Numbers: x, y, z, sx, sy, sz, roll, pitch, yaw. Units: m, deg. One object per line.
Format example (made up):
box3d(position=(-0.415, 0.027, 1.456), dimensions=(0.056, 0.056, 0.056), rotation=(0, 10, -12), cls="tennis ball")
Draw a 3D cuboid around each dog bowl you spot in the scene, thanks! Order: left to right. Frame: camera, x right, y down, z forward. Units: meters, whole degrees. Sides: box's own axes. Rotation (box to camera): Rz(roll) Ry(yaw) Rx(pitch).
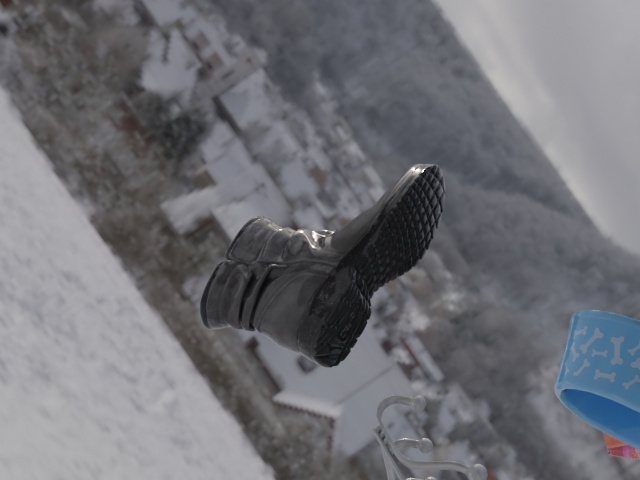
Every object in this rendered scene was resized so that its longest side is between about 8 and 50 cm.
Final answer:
box3d(position=(0.348, 0.163, 1.153), dimensions=(0.297, 0.074, 0.166), rotation=(24, -16, 20), cls="dog bowl")

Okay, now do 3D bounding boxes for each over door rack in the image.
box3d(position=(0.152, 0.357, 1.410), dimensions=(0.239, 0.108, 0.324), rotation=(76, -3, -53), cls="over door rack")

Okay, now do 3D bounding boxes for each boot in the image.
box3d(position=(0.000, 0.000, 1.680), dimensions=(0.222, 0.338, 0.118), rotation=(18, -36, 35), cls="boot")

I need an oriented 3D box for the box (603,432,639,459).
box3d(position=(0.574, 0.219, 1.950), dimensions=(0.142, 0.300, 0.154), rotation=(0, -77, 54), cls="box")
